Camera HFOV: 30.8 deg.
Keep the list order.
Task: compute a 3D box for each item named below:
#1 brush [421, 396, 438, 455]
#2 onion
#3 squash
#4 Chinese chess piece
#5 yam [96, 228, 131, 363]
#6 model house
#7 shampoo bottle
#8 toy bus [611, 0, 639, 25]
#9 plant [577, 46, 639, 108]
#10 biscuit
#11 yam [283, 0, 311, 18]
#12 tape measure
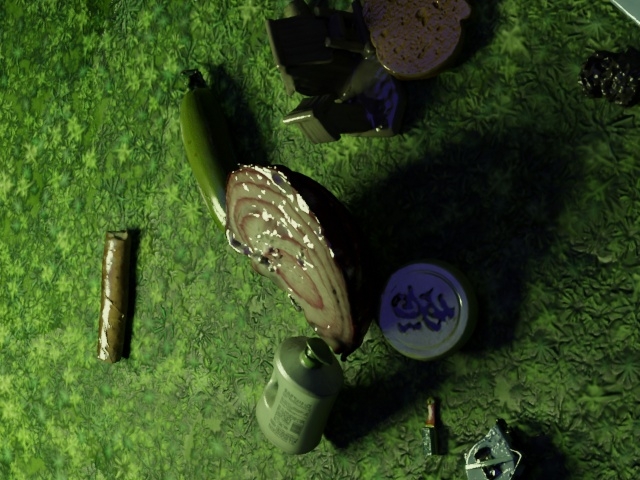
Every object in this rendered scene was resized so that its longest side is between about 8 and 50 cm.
[{"bbox_3d":[0.156,0.266,1.662,0.018,0.021,0.083,-4,84,42],"label":"brush"},{"bbox_3d":[0.000,0.000,1.676,0.314,0.146,0.280,52,154,15],"label":"onion"},{"bbox_3d":[-0.179,-0.149,1.924,0.087,0.087,0.331,-32,66,33],"label":"squash"},{"bbox_3d":[0.149,0.097,1.626,0.144,0.058,0.144,0,89,17],"label":"Chinese chess piece"},{"bbox_3d":[-0.371,0.099,2.082,0.056,0.057,0.241,5,89,39],"label":"yam"},{"bbox_3d":[0.011,-0.251,1.727,0.122,0.188,0.229,-32,66,50],"label":"model house"},{"bbox_3d":[-0.027,0.215,1.707,0.118,0.087,0.234,48,146,22],"label":"shampoo bottle"},{"bbox_3d":[0.405,-0.316,1.422,0.330,0.136,0.109,51,120,31],"label":"toy bus"},{"bbox_3d":[0.403,-0.198,1.459,0.174,0.085,0.087,20,59,40],"label":"plant"},{"bbox_3d":[0.148,-0.318,1.683,0.170,0.050,0.170,-2,85,24],"label":"biscuit"},{"bbox_3d":[-0.027,-0.333,1.836,0.043,0.043,0.094,-30,69,34],"label":"yam"},{"bbox_3d":[0.242,0.303,1.568,0.094,0.054,0.091,-56,50,19],"label":"tape measure"}]
